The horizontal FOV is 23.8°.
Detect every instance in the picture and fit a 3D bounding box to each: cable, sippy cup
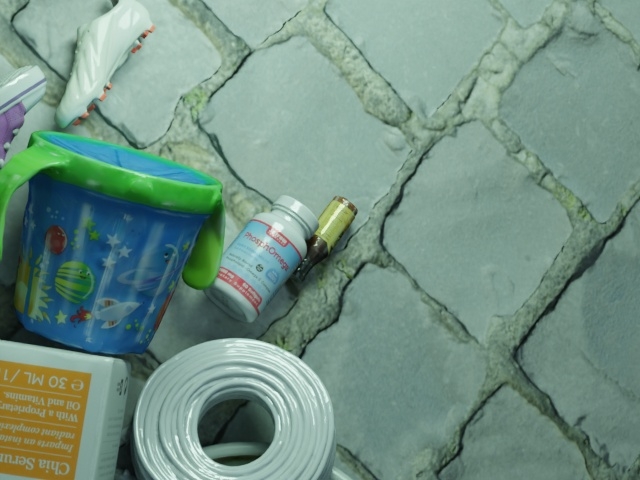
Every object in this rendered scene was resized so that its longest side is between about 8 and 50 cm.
[{"bbox_3d":[-0.107,0.238,1.869,0.257,0.089,0.257,31,65,15],"label":"cable"},{"bbox_3d":[-0.255,0.008,1.784,0.306,0.240,0.224,15,97,-13],"label":"sippy cup"}]

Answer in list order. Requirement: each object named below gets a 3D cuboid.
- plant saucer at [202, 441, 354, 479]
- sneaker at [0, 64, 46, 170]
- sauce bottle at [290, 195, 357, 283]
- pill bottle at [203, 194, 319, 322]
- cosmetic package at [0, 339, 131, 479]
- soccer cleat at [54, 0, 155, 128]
[{"bbox_3d":[-0.092,0.449,1.865,0.401,0.100,0.400,0,62,0],"label":"plant saucer"},{"bbox_3d":[-0.406,-0.073,1.797,0.282,0.102,0.161,-43,109,-10],"label":"sneaker"},{"bbox_3d":[0.000,0.000,2.015,0.042,0.042,0.128,41,74,-19],"label":"sauce bottle"},{"bbox_3d":[-0.074,0.022,1.951,0.087,0.087,0.160,44,71,-18],"label":"pill bottle"},{"bbox_3d":[-0.368,0.341,1.717,0.230,0.161,0.453,8,84,2],"label":"cosmetic package"},{"bbox_3d":[-0.282,-0.223,1.878,0.076,0.068,0.196,38,66,-14],"label":"soccer cleat"}]
